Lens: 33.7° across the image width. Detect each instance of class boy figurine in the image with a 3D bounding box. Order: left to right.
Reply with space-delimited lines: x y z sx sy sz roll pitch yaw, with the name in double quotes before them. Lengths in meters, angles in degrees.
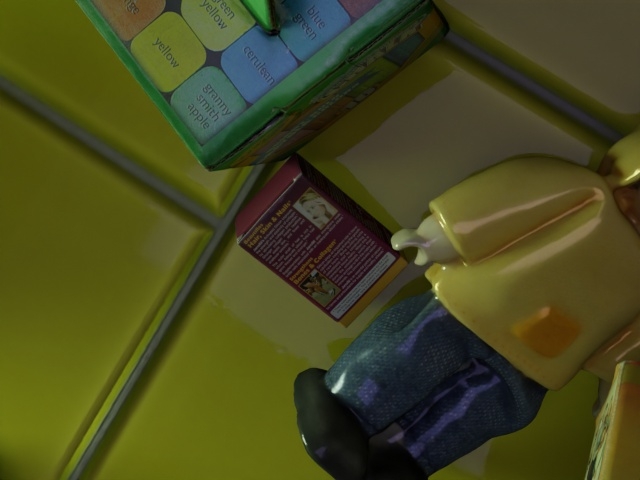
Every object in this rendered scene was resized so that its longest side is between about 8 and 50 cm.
"boy figurine" 0.126 0.034 0.557 0.285 0.092 0.177 -39 110 14

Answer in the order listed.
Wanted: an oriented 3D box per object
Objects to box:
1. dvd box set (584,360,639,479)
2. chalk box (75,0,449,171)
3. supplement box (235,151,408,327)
"dvd box set" 0.212 0.237 0.347 0.307 0.420 0.062 19 129 11
"chalk box" -0.031 -0.122 0.516 0.132 0.213 0.132 -36 88 12
"supplement box" 0.000 0.000 0.597 0.083 0.043 0.055 40 103 -18
